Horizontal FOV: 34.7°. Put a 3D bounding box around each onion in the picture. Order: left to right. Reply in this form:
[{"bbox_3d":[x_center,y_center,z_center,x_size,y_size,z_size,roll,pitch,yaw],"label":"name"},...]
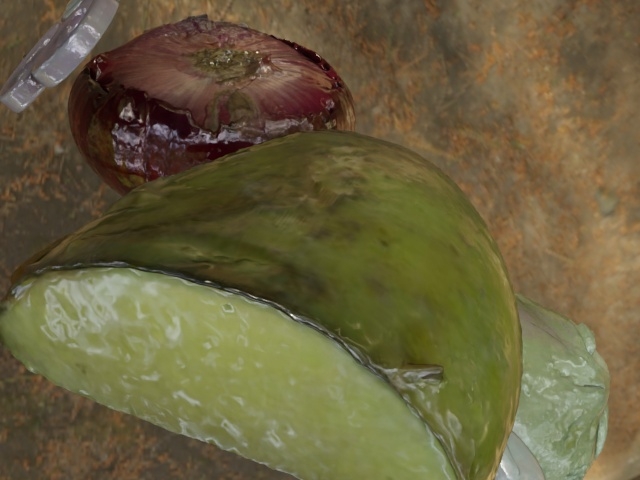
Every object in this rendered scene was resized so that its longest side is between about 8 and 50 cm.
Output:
[{"bbox_3d":[-0.092,-0.100,0.874,0.248,0.248,0.161,9,134,-19],"label":"onion"}]

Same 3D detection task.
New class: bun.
[{"bbox_3d":[0.222,0.144,1.159,0.283,0.283,0.179,30,110,-29],"label":"bun"}]

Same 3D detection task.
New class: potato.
[{"bbox_3d":[0.000,0.000,0.578,0.270,0.255,0.112,20,127,13],"label":"potato"}]

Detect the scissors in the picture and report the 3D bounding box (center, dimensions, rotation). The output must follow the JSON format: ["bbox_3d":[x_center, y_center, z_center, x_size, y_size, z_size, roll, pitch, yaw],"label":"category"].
[{"bbox_3d":[-0.153,-0.194,0.749,0.030,0.242,0.118,42,146,-24],"label":"scissors"}]

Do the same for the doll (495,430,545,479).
[{"bbox_3d":[0.125,0.183,0.918,0.110,0.107,0.180,-34,88,40],"label":"doll"}]
